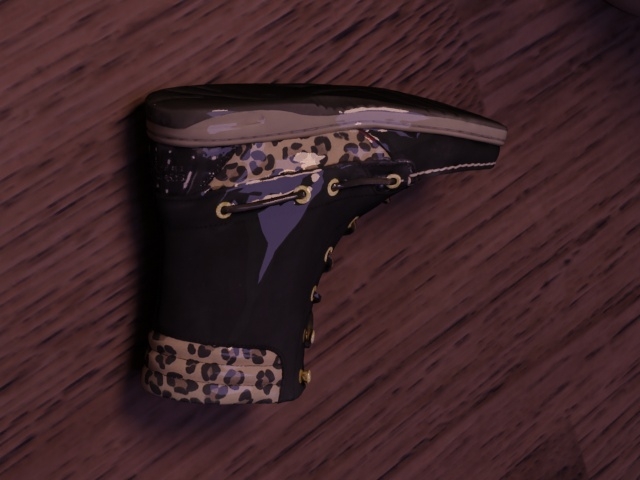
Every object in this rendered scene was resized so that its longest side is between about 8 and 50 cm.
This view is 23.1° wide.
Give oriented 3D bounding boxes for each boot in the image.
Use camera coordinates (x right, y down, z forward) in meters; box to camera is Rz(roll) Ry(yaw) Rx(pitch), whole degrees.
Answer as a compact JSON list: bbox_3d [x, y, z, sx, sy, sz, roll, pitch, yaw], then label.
[{"bbox_3d":[-0.002,0.000,0.932,0.236,0.085,0.179,-2,105,-32],"label":"boot"}]

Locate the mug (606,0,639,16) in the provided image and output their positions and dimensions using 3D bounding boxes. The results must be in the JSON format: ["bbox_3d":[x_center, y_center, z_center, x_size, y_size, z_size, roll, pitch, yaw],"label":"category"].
[{"bbox_3d":[0.312,-0.248,0.959,0.374,0.328,0.276,-19,113,-34],"label":"mug"}]
